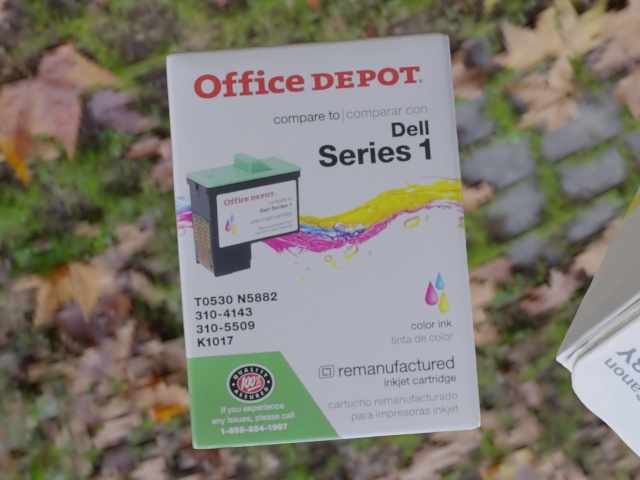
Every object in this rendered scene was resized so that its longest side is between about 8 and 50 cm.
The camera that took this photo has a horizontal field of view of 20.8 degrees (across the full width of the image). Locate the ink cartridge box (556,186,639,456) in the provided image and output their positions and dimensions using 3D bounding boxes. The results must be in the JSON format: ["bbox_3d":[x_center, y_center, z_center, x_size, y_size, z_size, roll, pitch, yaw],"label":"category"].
[{"bbox_3d":[0.339,0.023,1.053,0.279,0.385,0.160,42,130,-5],"label":"ink cartridge box"}]

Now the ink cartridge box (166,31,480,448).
[{"bbox_3d":[0.000,0.000,1.238,0.201,0.278,0.117,-4,177,-1],"label":"ink cartridge box"}]
